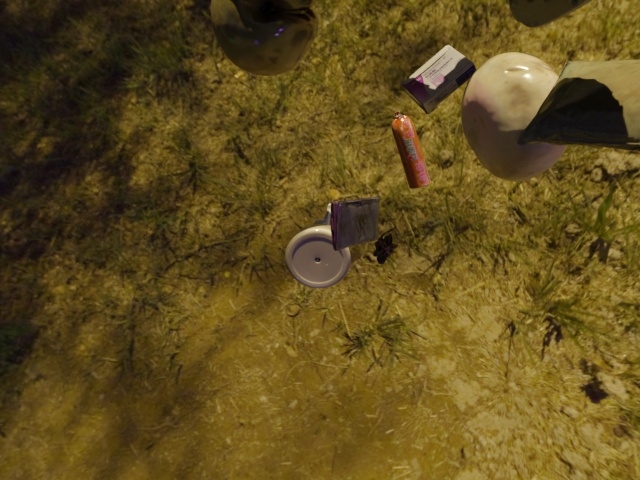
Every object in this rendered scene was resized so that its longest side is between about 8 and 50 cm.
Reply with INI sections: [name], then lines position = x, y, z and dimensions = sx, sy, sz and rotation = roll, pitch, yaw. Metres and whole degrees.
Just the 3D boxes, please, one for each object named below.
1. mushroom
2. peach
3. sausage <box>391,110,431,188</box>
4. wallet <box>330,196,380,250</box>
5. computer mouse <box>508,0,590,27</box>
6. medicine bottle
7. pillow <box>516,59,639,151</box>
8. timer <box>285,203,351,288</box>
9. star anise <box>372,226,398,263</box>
[mushroom]
position = 0.565, -0.339, 1.216
dimensions = 0.353, 0.353, 0.326
rotation = 30, 111, 29
[peach]
position = -0.129, -0.534, 0.971
dimensions = 0.247, 0.292, 0.293
rotation = -13, 66, -7
[sausage]
position = 0.356, -0.364, 1.698
dimensions = 0.092, 0.093, 0.313
rotation = -15, 110, 19
[wallet]
position = 0.083, -0.042, 0.988
dimensions = 0.030, 0.165, 0.111
rotation = 14, 107, 41
[computer mouse]
position = 0.784, -0.844, 1.427
dimensions = 0.095, 0.197, 0.331
rotation = -52, 16, -8
[medicine bottle]
position = 0.389, -0.534, 1.411
dimensions = 0.201, 0.052, 0.171
rotation = -37, 46, 16
[pillow]
position = 0.453, -0.189, 0.579
dimensions = 0.302, 0.075, 0.185
rotation = 22, 71, 49
[timer]
position = 0.000, 0.000, 1.235
dimensions = 0.175, 0.266, 0.176
rotation = 1, 114, 3
[star anise]
position = 0.258, 0.008, 1.659
dimensions = 0.070, 0.097, 0.190
rotation = -5, 31, 49
